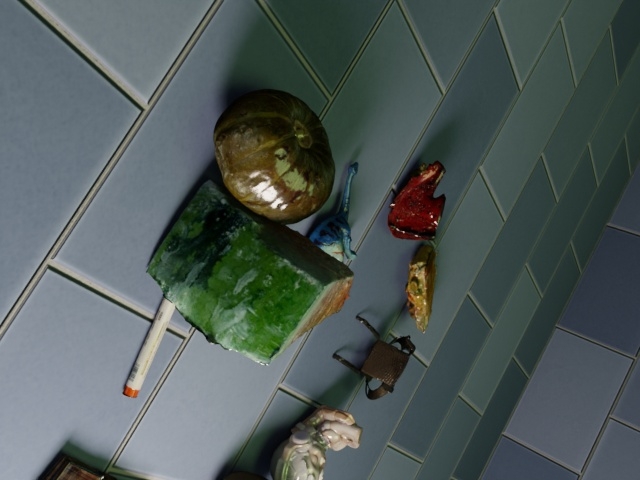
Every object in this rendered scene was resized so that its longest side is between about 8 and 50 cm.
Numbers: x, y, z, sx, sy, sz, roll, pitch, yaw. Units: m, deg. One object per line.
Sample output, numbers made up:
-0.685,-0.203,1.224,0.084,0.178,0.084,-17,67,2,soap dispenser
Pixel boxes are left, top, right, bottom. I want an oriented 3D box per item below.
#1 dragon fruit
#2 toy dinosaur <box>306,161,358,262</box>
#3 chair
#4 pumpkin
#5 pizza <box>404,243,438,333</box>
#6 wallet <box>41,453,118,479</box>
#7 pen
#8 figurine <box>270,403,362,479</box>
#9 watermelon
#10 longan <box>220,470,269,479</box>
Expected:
0.219,-0.095,1.584,0.092,0.122,0.192,35,82,-40,dragon fruit
0.018,0.009,1.406,0.329,0.076,0.144,-56,138,-20,toy dinosaur
0.144,0.286,1.679,0.174,0.149,0.213,-59,149,-13,chair
-0.079,-0.126,1.109,0.219,0.162,0.219,41,38,-42,pumpkin
0.250,0.111,1.790,0.147,0.069,0.226,-66,156,-42,pizza
-0.376,0.430,1.141,0.124,0.042,0.230,-53,141,-16,wallet
-0.264,0.150,1.145,0.026,0.026,0.218,25,88,-56,pen
-0.021,0.474,1.559,0.237,0.141,0.162,-38,132,-35,figurine
-0.092,0.030,1.134,0.302,0.264,0.151,-24,147,-57,watermelon
-0.141,0.541,1.411,0.187,0.167,0.167,7,104,-48,longan
